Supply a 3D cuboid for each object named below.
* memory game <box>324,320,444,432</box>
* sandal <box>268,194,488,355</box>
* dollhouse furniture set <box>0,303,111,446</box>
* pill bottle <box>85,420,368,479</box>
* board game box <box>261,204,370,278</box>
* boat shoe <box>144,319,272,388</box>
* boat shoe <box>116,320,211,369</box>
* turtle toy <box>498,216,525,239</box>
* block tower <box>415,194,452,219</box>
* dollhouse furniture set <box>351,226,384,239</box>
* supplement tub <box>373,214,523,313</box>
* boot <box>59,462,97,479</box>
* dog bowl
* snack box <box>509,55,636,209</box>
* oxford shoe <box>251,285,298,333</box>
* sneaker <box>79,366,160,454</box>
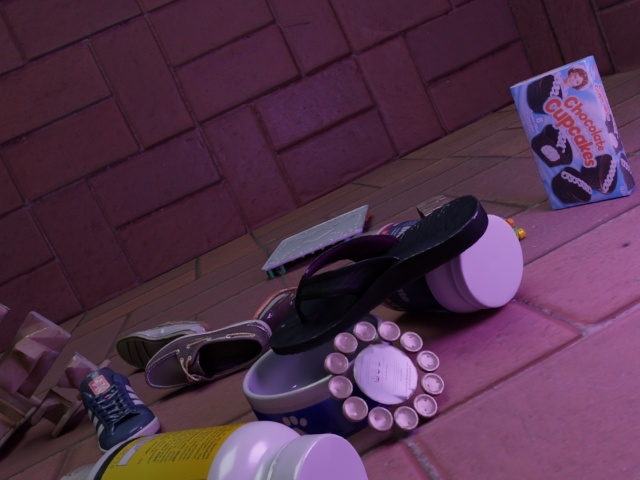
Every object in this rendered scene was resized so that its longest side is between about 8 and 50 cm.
[{"bbox_3d":[0.096,0.200,0.900,0.186,0.186,0.012,-32,-28,-32],"label":"memory game"},{"bbox_3d":[0.074,0.042,1.051,0.445,0.107,0.167,-36,18,13],"label":"sandal"},{"bbox_3d":[-0.809,0.360,1.624,0.394,0.362,0.256,-54,8,12],"label":"dollhouse furniture set"},{"bbox_3d":[-0.116,0.316,0.712,0.334,0.188,0.188,-18,13,33],"label":"pill bottle"},{"bbox_3d":[0.000,0.000,2.259,0.390,0.050,0.390,-23,12,14],"label":"board game box"},{"bbox_3d":[-0.271,0.278,1.416,0.324,0.117,0.097,-19,9,3],"label":"boat shoe"},{"bbox_3d":[-0.448,0.297,1.740,0.302,0.113,0.103,-8,16,24],"label":"boat shoe"},{"bbox_3d":[0.415,-0.022,1.427,0.095,0.066,0.130,-27,11,-10],"label":"turtle toy"},{"bbox_3d":[0.342,-0.046,1.634,0.097,0.091,0.335,-25,12,6],"label":"block tower"},{"bbox_3d":[0.172,0.009,1.559,0.129,0.129,0.184,-17,27,36],"label":"dollhouse furniture set"},{"bbox_3d":[0.233,0.047,1.184,0.191,0.191,0.272,-32,13,-32],"label":"supplement tub"},{"bbox_3d":[-0.411,0.448,1.026,0.165,0.077,0.213,-17,9,34],"label":"boot"},{"bbox_3d":[0.005,0.235,1.037,0.264,0.104,0.265,-24,11,5],"label":"dog bowl"},{"bbox_3d":[0.589,-0.243,1.409,0.187,0.322,0.060,-13,14,48],"label":"snack box"},{"bbox_3d":[-0.051,0.163,1.519,0.271,0.097,0.098,-30,18,-25],"label":"oxford shoe"},{"bbox_3d":[-0.462,0.365,1.330,0.131,0.148,0.350,-31,13,-27],"label":"sneaker"}]
